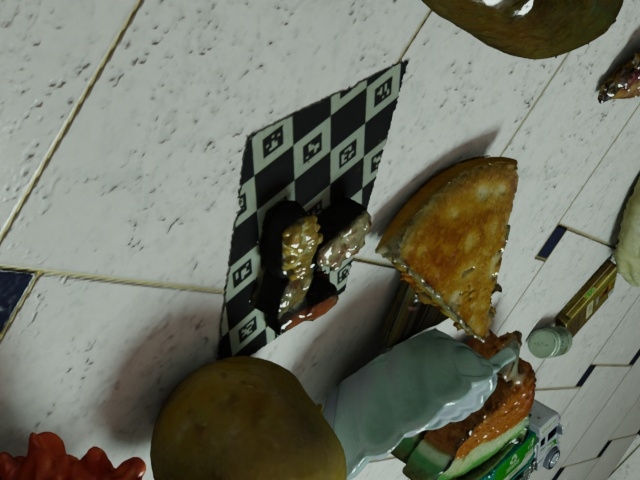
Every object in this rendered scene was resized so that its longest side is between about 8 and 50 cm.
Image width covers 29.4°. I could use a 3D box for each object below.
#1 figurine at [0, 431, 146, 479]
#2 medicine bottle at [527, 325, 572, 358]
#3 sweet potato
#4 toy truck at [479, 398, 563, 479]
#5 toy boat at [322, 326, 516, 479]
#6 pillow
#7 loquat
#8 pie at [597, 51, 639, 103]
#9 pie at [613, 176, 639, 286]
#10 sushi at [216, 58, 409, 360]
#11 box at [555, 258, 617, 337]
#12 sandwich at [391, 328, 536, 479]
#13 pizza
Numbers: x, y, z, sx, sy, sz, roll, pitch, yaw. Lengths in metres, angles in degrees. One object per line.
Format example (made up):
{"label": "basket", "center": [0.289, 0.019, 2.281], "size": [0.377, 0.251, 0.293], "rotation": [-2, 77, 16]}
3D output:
{"label": "figurine", "center": [-0.236, 0.289, 0.819], "size": [0.411, 0.241, 0.306], "rotation": [-7, 122, -45]}
{"label": "medicine bottle", "center": [0.346, 0.153, 1.835], "size": [0.047, 0.047, 0.083], "rotation": [-59, 155, 15]}
{"label": "sweet potato", "center": [0.108, -0.203, 0.864], "size": [0.422, 0.130, 0.131], "rotation": [-1, 125, -52]}
{"label": "toy truck", "center": [0.275, 0.341, 1.893], "size": [0.253, 0.114, 0.124], "rotation": [-34, 139, -36]}
{"label": "toy boat", "center": [0.092, 0.168, 1.305], "size": [0.290, 0.100, 0.199], "rotation": [-18, 162, -50]}
{"label": "pillow", "center": [0.141, 0.046, 1.344], "size": [0.203, 0.038, 0.113], "rotation": [-18, 136, -53]}
{"label": "loquat", "center": [-0.058, 0.178, 1.031], "size": [0.149, 0.172, 0.204], "rotation": [-44, -169, 26]}
{"label": "pie", "center": [0.381, -0.199, 1.442], "size": [0.170, 0.034, 0.092], "rotation": [-17, 142, -51]}
{"label": "pie", "center": [0.557, -0.076, 1.861], "size": [0.339, 0.077, 0.339], "rotation": [-40, 153, -26]}
{"label": "sushi", "center": [0.000, 0.000, 1.028], "size": [0.192, 0.043, 0.280], "rotation": [-31, 148, -39]}
{"label": "box", "center": [0.417, 0.100, 1.918], "size": [0.133, 0.023, 0.090], "rotation": [-45, 156, -16]}
{"label": "sandwich", "center": [0.184, 0.223, 1.584], "size": [0.292, 0.109, 0.212], "rotation": [-30, 141, -45]}
{"label": "pizza", "center": [0.128, 0.018, 1.224], "size": [0.201, 0.053, 0.193], "rotation": [-26, 118, -39]}
